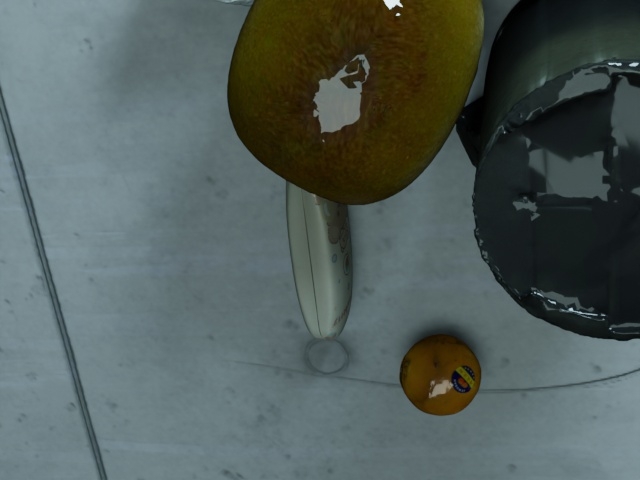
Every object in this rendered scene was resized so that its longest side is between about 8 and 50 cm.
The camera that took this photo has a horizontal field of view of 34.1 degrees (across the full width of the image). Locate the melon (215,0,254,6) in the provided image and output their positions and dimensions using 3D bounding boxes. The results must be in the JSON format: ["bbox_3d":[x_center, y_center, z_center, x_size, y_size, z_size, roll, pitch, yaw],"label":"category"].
[{"bbox_3d":[-0.051,-0.265,0.902,0.202,0.093,0.139,-43,131,-2],"label":"melon"}]

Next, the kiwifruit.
[{"bbox_3d":[0.033,-0.151,0.864,0.196,0.196,0.234,32,96,-4],"label":"kiwifruit"}]

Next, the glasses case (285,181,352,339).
[{"bbox_3d":[0.000,0.000,1.008,0.051,0.081,0.204,0,117,15],"label":"glasses case"}]

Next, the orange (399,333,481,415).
[{"bbox_3d":[0.120,0.135,1.048,0.084,0.083,0.083,5,116,10],"label":"orange"}]

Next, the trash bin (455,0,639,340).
[{"bbox_3d":[0.218,-0.079,0.797,0.252,0.301,0.203,-18,110,19],"label":"trash bin"}]
